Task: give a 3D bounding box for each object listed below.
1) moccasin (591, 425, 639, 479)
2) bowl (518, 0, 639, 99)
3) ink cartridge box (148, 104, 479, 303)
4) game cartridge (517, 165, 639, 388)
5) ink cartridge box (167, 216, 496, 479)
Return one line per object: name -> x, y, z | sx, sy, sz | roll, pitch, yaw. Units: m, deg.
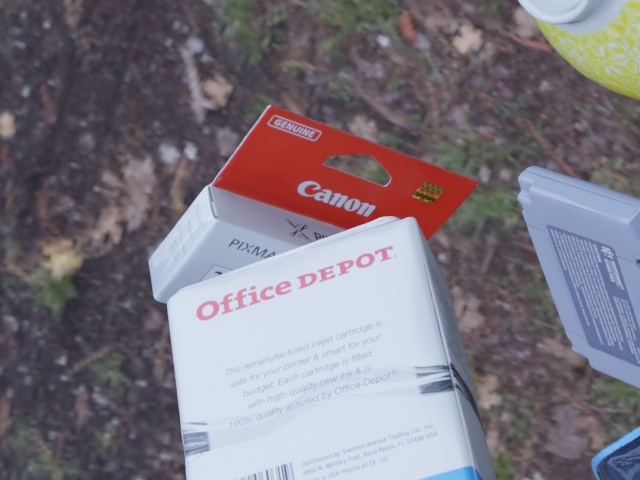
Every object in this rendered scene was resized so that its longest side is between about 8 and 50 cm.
moccasin -> 0.376, 0.176, 1.396 | 0.117, 0.138, 0.342 | 60, 153, 14
bowl -> 0.237, -0.236, 1.231 | 0.289, 0.156, 0.289 | 30, 127, 50
ink cartridge box -> 0.000, 0.000, 1.615 | 0.239, 0.275, 0.060 | -49, 38, 33
game cartridge -> 0.337, 0.054, 1.755 | 0.060, 0.294, 0.196 | -40, 40, -19
ink cartridge box -> 0.010, 0.106, 0.819 | 0.148, 0.086, 0.203 | -18, 52, 11
